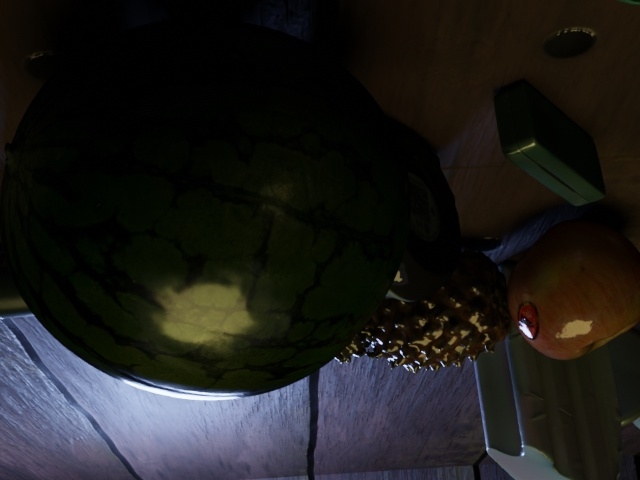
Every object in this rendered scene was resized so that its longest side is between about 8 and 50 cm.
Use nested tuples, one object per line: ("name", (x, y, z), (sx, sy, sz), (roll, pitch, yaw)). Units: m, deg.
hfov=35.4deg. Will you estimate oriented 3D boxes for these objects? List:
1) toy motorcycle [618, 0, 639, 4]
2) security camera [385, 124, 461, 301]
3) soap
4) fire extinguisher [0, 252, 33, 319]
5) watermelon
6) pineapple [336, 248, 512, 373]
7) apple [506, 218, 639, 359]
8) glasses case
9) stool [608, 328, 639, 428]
("toy motorcycle", (0.323, -0.231, 0.763), (0.296, 0.109, 0.198), (-8, 168, -8))
("security camera", (0.000, 0.000, 1.146), (0.277, 0.191, 0.197), (-18, 154, 32))
("soap", (0.343, 0.221, 1.514), (0.208, 0.347, 0.115), (10, 152, -31))
("fire extinguisher", (-0.327, 0.050, 1.339), (0.294, 0.093, 0.118), (-5, -177, 1))
("watermelon", (-0.099, -0.030, 0.882), (0.363, 0.363, 0.363), (-3, 157, -1))
("pineapple", (0.097, 0.122, 1.471), (0.361, 0.175, 0.175), (-15, 154, 26))
("apple", (0.346, 0.067, 1.365), (0.209, 0.164, 0.209), (-28, 161, -10))
("glasses case", (0.252, -0.100, 1.090), (0.039, 0.078, 0.184), (-21, 152, 33))
("stool", (0.511, 0.261, 1.828), (0.195, 0.195, 0.199), (-10, 157, 13))
